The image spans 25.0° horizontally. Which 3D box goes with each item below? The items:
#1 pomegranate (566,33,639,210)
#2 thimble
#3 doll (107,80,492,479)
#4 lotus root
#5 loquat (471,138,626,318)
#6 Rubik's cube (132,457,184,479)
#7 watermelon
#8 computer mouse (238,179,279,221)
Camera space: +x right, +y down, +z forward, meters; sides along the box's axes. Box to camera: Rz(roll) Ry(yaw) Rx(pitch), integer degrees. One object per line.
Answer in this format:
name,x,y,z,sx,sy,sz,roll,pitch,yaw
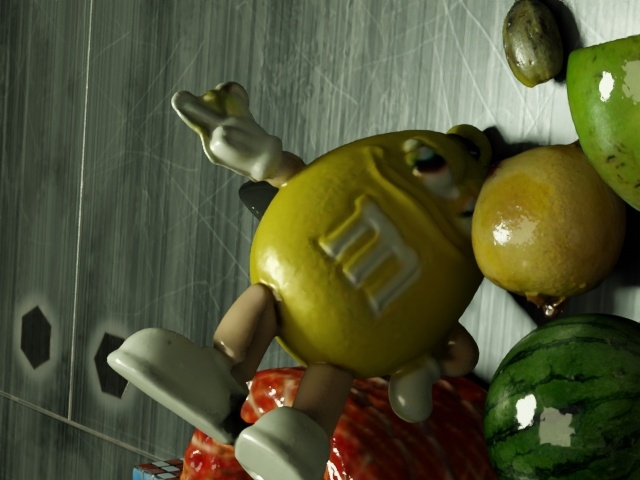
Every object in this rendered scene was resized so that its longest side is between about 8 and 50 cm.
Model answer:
pomegranate,0.287,-0.096,1.193,0.241,0.190,0.159,-7,94,47
thimble,0.037,0.283,1.457,0.350,0.230,0.350,4,96,50
doll,0.000,0.035,1.324,0.161,0.348,0.423,-34,43,59
lotus root,0.202,-0.195,1.387,0.054,0.049,0.099,-27,65,47
loquat,0.203,-0.013,1.282,0.163,0.137,0.163,-169,90,-88
Rubik's cube,-0.174,0.330,1.794,0.092,0.092,0.092,14,101,47
watermelon,0.228,0.162,1.267,0.214,0.188,0.188,-24,74,39
computer mouse,0.015,-0.012,1.544,0.088,0.147,0.264,-53,50,12
